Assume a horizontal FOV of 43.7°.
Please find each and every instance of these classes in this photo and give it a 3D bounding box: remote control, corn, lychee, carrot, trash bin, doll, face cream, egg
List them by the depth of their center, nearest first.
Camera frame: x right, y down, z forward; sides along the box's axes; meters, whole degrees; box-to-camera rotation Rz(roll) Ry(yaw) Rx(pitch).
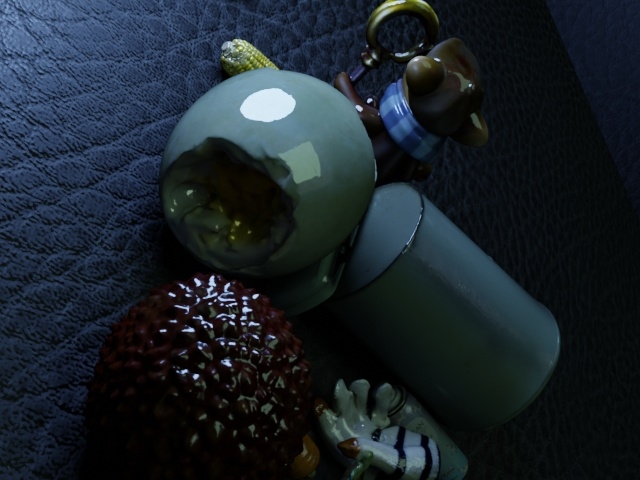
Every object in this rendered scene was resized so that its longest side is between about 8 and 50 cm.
[{"bbox_3d":[-0.137,0.182,0.905,0.264,0.300,0.264,10,40,-9],"label":"lychee"},{"bbox_3d":[-0.078,0.234,1.108,0.257,0.061,0.061,57,36,-11],"label":"carrot"},{"bbox_3d":[-0.061,-0.104,1.123,0.278,0.278,0.336,58,33,-13],"label":"egg"},{"bbox_3d":[0.000,0.000,1.266,0.056,0.140,0.296,46,40,-23],"label":"remote control"},{"bbox_3d":[-0.092,-0.266,1.353,0.206,0.067,0.067,39,44,-38],"label":"corn"},{"bbox_3d":[0.204,0.127,1.359,0.432,0.280,0.280,43,42,-27],"label":"trash bin"},{"bbox_3d":[0.163,0.326,1.363,0.229,0.075,0.075,49,39,-23],"label":"face cream"},{"bbox_3d":[0.146,-0.234,1.449,0.318,0.340,0.209,40,45,-16],"label":"doll"}]

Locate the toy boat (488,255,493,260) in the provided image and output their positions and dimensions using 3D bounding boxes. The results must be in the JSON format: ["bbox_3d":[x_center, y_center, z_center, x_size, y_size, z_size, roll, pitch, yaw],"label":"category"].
[{"bbox_3d":[0.356,0.070,1.768,0.059,0.066,0.140,-6,76,-51],"label":"toy boat"}]

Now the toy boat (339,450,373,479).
[{"bbox_3d":[0.042,0.447,1.120,0.108,0.099,0.293,14,68,-49],"label":"toy boat"}]

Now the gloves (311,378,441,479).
[{"bbox_3d":[0.078,0.308,1.239,0.218,0.131,0.140,25,48,-5],"label":"gloves"}]
